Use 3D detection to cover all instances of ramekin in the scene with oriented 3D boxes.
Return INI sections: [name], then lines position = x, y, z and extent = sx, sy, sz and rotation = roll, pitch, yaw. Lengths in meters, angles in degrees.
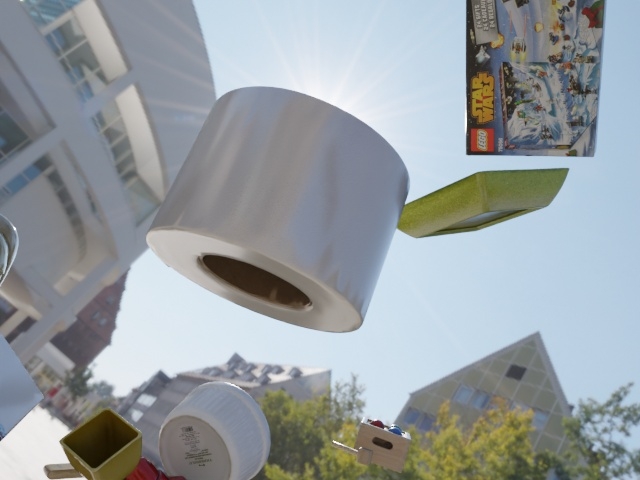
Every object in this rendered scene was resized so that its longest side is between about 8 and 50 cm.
[ramekin]
position = -0.210, 0.387, 1.114
extent = 0.207, 0.109, 0.207
rotation = 5, -79, 24

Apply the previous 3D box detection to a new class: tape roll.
[tape roll]
position = -0.041, -0.024, 0.637
extent = 0.246, 0.169, 0.246
rotation = 20, -20, 8

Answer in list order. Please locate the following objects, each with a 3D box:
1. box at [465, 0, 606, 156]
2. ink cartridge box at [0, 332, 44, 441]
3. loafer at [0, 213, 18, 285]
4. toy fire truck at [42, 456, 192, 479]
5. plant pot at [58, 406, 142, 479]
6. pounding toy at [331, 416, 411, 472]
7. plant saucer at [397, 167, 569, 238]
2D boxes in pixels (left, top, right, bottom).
[box]
position = 0.155, -0.131, 0.427
extent = 0.094, 0.027, 0.137
rotation = 6, -69, 27
[ink cartridge box]
position = -0.547, 0.229, 0.743
extent = 0.197, 0.198, 0.270
rotation = 61, 9, -11
[loafer]
position = -0.376, 0.089, 0.562
extent = 0.102, 0.092, 0.269
rotation = 22, -67, -13
[toy fire truck]
position = -0.348, 0.419, 0.982
extent = 0.217, 0.158, 0.246
rotation = -19, -70, 37
[plant pot]
position = -0.306, 0.307, 0.829
extent = 0.081, 0.081, 0.083
rotation = 24, -52, 29
[pounding toy]
position = 0.126, 0.490, 1.433
extent = 0.181, 0.094, 0.206
rotation = 18, -9, 10
[plant saucer]
position = 0.212, -0.045, 0.792
extent = 0.188, 0.188, 0.045
rotation = -24, -104, 54
